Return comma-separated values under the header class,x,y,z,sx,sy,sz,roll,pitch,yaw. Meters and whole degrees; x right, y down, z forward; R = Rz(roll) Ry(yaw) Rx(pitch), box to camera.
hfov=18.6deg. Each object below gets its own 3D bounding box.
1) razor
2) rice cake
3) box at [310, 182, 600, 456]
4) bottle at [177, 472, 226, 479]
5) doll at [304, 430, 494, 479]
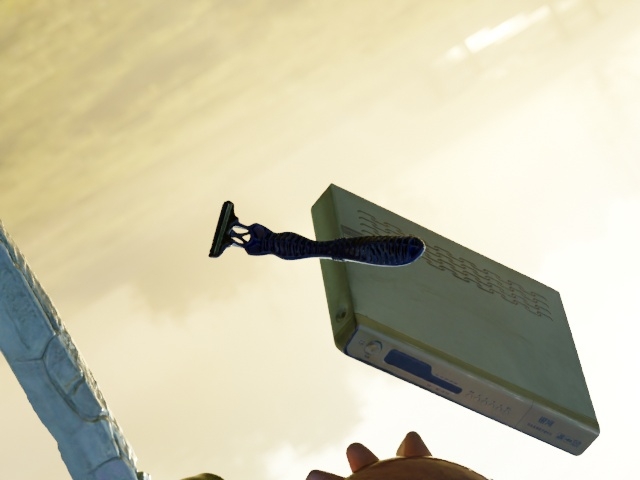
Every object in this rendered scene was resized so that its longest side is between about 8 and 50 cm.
class,x,y,z,sx,sy,sz,roll,pitch,yaw
razor,0.001,0.002,1.357,0.154,0.044,0.028,5,157,19
rice cake,-0.258,0.122,1.857,0.066,0.336,0.063,-23,-158,10
box,0.115,0.068,1.716,0.045,0.270,0.211,-49,-148,29
bottle,-0.259,0.384,2.247,0.351,0.171,0.171,-10,167,-32
doll,0.089,0.235,1.475,0.262,0.211,0.093,-10,147,-34
